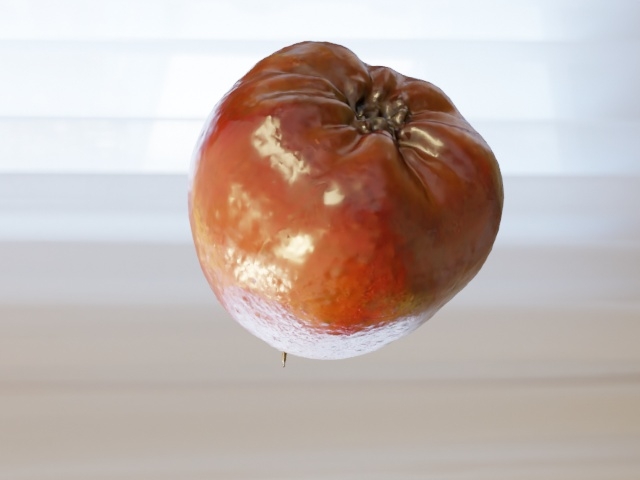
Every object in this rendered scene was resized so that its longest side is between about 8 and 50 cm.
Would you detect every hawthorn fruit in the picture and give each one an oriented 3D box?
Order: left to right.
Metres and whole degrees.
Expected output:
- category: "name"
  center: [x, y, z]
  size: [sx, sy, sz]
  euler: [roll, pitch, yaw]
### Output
- category: "hawthorn fruit"
  center: [0.000, -0.012, 0.475]
  size: [0.140, 0.125, 0.125]
  euler: [-26, 53, 34]
